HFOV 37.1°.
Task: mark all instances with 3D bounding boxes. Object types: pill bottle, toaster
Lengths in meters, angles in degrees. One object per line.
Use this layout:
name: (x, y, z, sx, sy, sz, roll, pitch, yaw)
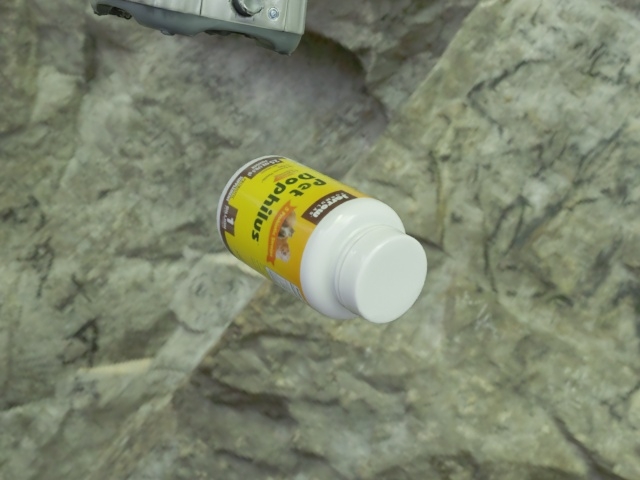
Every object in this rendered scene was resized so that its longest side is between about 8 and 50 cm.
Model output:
pill bottle: (0.000, 0.000, 0.908, 0.215, 0.117, 0.117, 29, -33, 47)
toaster: (-0.090, -0.226, 0.703, 0.227, 0.129, 0.147, 31, -68, 57)
